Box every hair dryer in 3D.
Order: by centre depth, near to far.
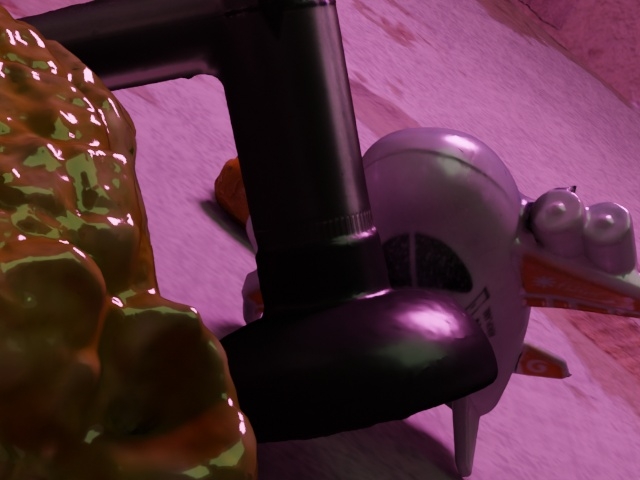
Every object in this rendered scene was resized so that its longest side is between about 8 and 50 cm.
[{"bbox_3d":[-0.092,-0.037,0.964,0.320,0.284,0.156,70,19,0],"label":"hair dryer"}]

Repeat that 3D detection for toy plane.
[{"bbox_3d":[0.073,0.031,1.085,0.245,0.245,0.117,30,52,-25],"label":"toy plane"}]

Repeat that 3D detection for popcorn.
[{"bbox_3d":[-0.165,0.017,0.675,0.225,0.174,0.286,0,48,-41],"label":"popcorn"}]

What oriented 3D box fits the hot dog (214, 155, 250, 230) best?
[{"bbox_3d":[0.000,0.000,1.276,0.165,0.045,0.071,38,14,4],"label":"hot dog"}]
